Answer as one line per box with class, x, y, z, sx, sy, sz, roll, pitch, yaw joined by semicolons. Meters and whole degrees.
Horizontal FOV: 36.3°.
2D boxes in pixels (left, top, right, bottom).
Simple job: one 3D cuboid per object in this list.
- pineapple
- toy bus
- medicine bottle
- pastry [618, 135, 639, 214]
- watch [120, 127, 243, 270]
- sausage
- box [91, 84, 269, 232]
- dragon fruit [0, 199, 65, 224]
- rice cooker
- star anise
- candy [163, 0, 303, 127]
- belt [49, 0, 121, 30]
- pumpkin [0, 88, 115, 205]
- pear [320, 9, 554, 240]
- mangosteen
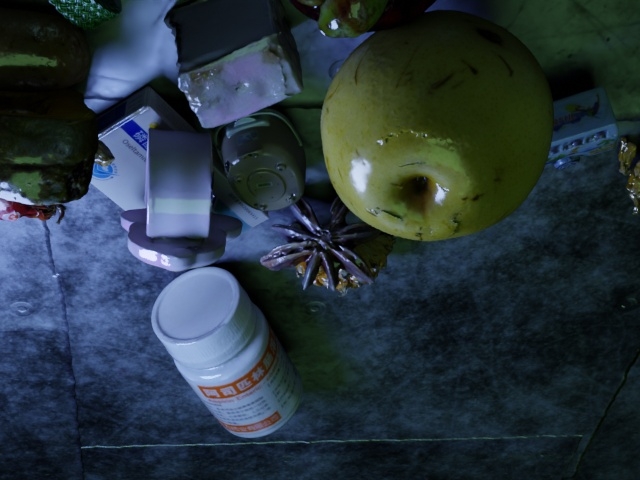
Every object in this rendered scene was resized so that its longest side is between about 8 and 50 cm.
pineapple;0.040;0.045;1.907;0.233;0.135;0.079;6;137;-15
toy bus;0.342;-0.166;1.683;0.329;0.109;0.136;-18;168;5
medicine bottle;-0.188;0.238;2.037;0.211;0.211;0.371;-15;137;10
pastry;0.647;-0.155;1.774;0.154;0.102;0.250;25;130;-28
watch;-0.226;-0.081;1.624;0.211;0.248;0.217;3;110;-9
sausage;-0.598;-0.312;1.459;0.501;0.123;0.136;11;138;-16
box;-0.271;-0.109;1.755;0.200;0.065;0.343;-27;133;22
dragon fruit;-0.541;-0.070;1.759;0.190;0.094;0.094;28;128;-37
rice cooker;-0.099;-0.139;1.699;0.145;0.127;0.206;-15;145;9
star anise;0.000;0.000;1.815;0.236;0.229;0.093;-27;168;-2
candy;-0.129;-0.292;1.498;0.195;0.185;0.137;-21;140;10
belt;-0.345;-0.377;1.419;0.079;0.121;0.151;-26;146;14
pumpkin;-0.433;-0.157;1.522;0.222;0.317;0.139;1;106;-22
pear;0.169;-0.163;1.430;0.348;0.348;0.348;-3;138;-3
mangosteen;0.056;-0.407;1.305;0.288;0.288;0.288;-3;138;-3
